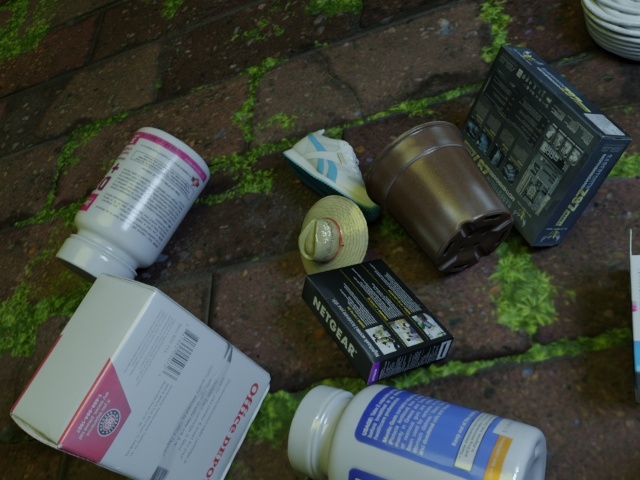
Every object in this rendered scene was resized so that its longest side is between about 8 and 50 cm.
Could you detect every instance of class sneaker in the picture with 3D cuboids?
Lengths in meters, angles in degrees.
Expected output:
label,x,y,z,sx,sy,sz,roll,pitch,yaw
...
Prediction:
label,x,y,z,sx,sy,sz,roll,pitch,yaw
sneaker,0.031,-0.114,1.067,0.092,0.087,0.229,-40,52,-9

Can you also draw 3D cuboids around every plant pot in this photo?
label,x,y,z,sx,sy,sz,roll,pitch,yaw
plant pot,0.175,-0.053,0.913,0.167,0.167,0.165,-33,58,3

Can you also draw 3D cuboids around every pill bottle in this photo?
label,x,y,z,sx,sy,sz,roll,pitch,yaw
pill bottle,-0.339,-0.051,1.159,0.160,0.160,0.283,16,67,34
pill bottle,0.104,0.254,0.734,0.272,0.152,0.152,9,63,32

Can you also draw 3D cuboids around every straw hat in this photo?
label,x,y,z,sx,sy,sz,roll,pitch,yaw
straw hat,0.000,0.000,0.976,0.145,0.061,0.144,-2,87,40

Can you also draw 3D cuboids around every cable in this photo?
label,x,y,z,sx,sy,sz,roll,pitch,yaw
cable,0.547,-0.393,0.995,0.257,0.089,0.257,7,61,31

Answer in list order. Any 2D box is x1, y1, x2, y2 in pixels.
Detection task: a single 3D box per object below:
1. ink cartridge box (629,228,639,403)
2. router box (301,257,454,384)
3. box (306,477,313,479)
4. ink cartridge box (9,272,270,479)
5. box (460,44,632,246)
label,x,y,z,sx,sy,sz,roll,pitch,yaw
ink cartridge box,0.391,0.086,0.734,0.062,0.104,0.181,-2,58,25
router box,0.074,0.103,0.876,0.133,0.046,0.179,-11,41,-29
box,-0.008,0.378,0.786,0.116,0.029,0.162,28,75,38
ink cartridge box,-0.218,0.205,0.845,0.117,0.283,0.207,11,64,36
box,0.293,-0.135,0.891,0.059,0.183,0.232,-2,43,-26
